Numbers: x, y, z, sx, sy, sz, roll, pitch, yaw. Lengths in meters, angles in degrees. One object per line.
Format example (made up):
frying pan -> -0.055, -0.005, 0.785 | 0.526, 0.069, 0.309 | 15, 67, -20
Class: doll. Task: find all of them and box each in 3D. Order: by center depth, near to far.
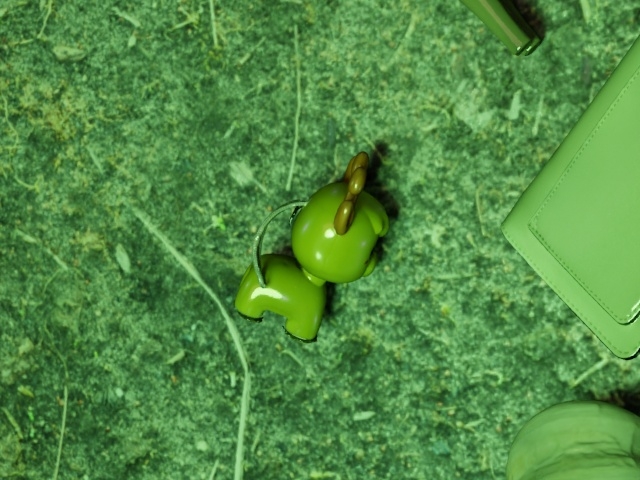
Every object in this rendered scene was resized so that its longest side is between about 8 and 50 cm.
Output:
doll -> 0.000, 0.000, 1.889 | 0.135, 0.143, 0.221 | 27, 117, -4

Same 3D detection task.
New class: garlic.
garlic -> 0.292, 0.296, 1.713 | 0.203, 0.185, 0.281 | -12, 88, 11

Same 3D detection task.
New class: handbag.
handbag -> 0.358, -0.081, 1.643 | 0.237, 0.160, 0.358 | 48, 115, 32

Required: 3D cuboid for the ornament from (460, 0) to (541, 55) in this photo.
ornament -> 0.199, -0.354, 1.766 | 0.245, 0.061, 0.230 | 48, 114, 14
